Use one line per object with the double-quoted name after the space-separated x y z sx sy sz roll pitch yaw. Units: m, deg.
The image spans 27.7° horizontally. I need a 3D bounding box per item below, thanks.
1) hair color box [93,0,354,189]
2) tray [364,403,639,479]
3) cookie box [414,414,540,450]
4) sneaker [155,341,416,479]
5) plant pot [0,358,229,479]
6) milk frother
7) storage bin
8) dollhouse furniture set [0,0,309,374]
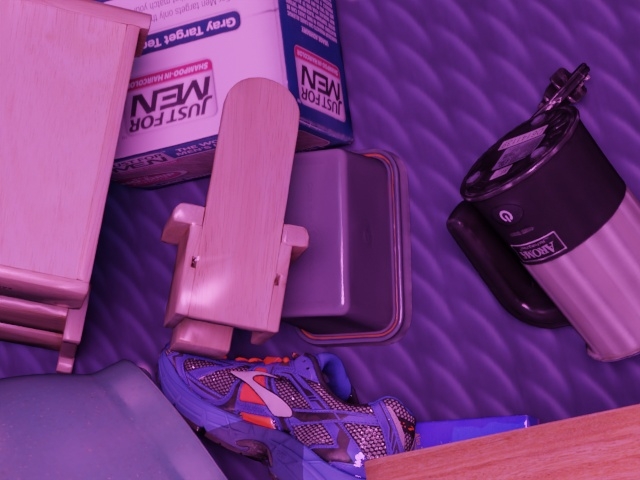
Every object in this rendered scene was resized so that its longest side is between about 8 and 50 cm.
-0.094 -0.224 0.909 0.174 0.105 0.347 -11 79 24 "hair color box"
0.243 0.098 0.614 0.411 0.203 0.076 -19 76 41 "tray"
0.088 0.161 0.827 0.107 0.040 0.092 -7 79 21 "cookie box"
-0.020 0.108 0.843 0.221 0.083 0.087 26 83 38 "sneaker"
-0.150 0.198 0.807 0.196 0.293 0.293 -35 70 -15 "plant pot"
0.165 -0.023 0.799 0.143 0.129 0.135 -45 106 -19 "milk frother"
0.000 0.000 0.855 0.098 0.091 0.135 -4 81 20 "storage bin"
-0.190 -0.015 0.876 0.303 0.355 0.174 12 73 -11 "dollhouse furniture set"
